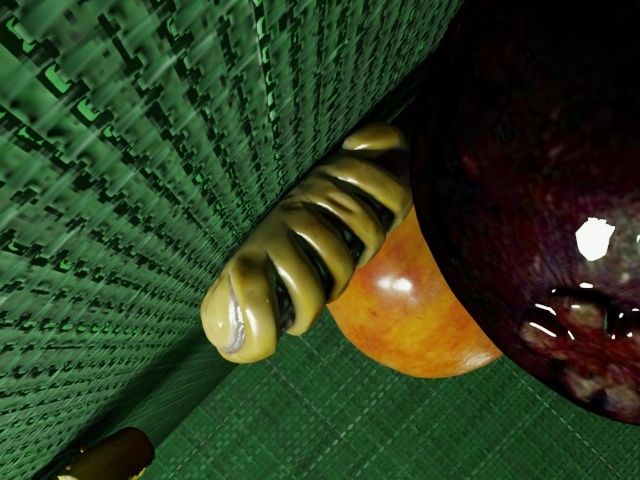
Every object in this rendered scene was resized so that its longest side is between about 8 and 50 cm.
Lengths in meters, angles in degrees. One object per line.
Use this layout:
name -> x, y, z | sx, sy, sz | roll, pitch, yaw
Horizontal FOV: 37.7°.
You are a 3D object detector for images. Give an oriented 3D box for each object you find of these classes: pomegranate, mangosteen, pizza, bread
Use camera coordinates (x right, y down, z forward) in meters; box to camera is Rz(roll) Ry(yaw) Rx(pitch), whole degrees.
pomegranate -> 0.109, 0.031, 1.039 | 0.270, 0.252, 0.229 | -51, -167, 44
mangosteen -> 0.262, -0.083, 0.664 | 0.435, 0.382, 0.382 | -60, -175, -31
pizza -> -0.257, 0.273, 0.908 | 0.288, 0.074, 0.251 | -46, 176, 19
bread -> 0.000, 0.000, 0.723 | 0.225, 0.081, 0.134 | -46, 176, -18

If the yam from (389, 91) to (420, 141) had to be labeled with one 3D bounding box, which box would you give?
yam -> 0.156, -0.161, 0.871 | 0.300, 0.066, 0.066 | -45, 176, -18
